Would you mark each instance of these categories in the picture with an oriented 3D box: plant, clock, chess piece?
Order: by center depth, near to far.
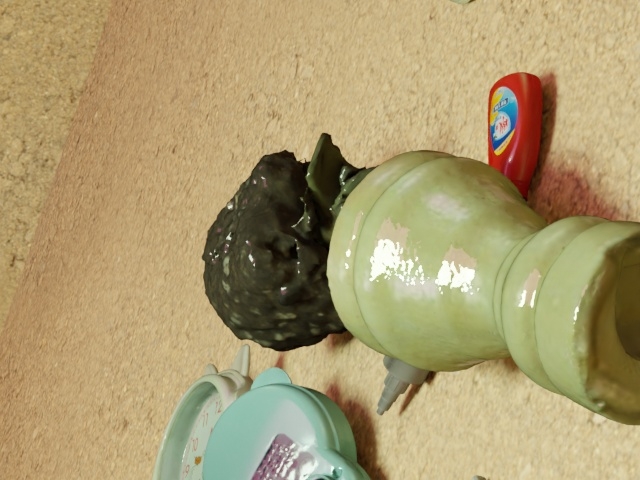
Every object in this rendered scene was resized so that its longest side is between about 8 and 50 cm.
[{"bbox_3d":[0.202,0.050,1.784,0.442,0.234,0.234,19,92,61],"label":"chess piece"},{"bbox_3d":[0.000,0.000,2.222,0.312,0.215,0.213,-31,44,52],"label":"plant"},{"bbox_3d":[-0.134,0.310,2.430,0.265,0.109,0.324,-30,47,58],"label":"clock"}]

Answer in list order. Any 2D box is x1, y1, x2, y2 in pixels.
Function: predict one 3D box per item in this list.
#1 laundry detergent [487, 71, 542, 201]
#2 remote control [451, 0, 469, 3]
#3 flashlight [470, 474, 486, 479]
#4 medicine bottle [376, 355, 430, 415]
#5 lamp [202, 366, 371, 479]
[{"bbox_3d":[0.217,-0.104,2.029,0.097,0.049,0.165,141,138,-60],"label":"laundry detergent"},{"bbox_3d":[0.177,-0.398,2.309,0.078,0.042,0.221,-49,34,43],"label":"remote control"},{"bbox_3d":[0.178,0.285,1.895,0.018,0.018,0.083,-60,27,26],"label":"flashlight"},{"bbox_3d":[0.113,0.126,2.091,0.199,0.058,0.057,-63,26,23],"label":"medicine bottle"},{"bbox_3d":[-0.035,0.292,2.179,0.209,0.147,0.284,-62,30,9],"label":"lamp"}]
